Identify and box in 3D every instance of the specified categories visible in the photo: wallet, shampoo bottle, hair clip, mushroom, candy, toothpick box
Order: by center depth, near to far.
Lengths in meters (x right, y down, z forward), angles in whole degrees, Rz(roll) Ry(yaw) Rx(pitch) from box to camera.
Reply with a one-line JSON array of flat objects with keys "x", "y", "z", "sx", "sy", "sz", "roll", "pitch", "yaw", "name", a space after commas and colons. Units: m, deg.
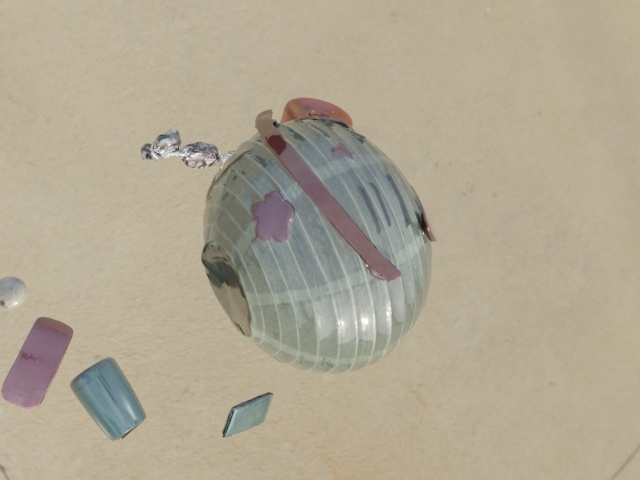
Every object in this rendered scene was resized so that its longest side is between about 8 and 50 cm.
[{"x": -0.369, "y": 0.155, "z": 0.922, "sx": 0.054, "sy": 0.022, "sz": 0.137, "roll": 26, "pitch": 42, "yaw": -15, "name": "hair clip"}, {"x": -0.037, "y": -0.073, "z": 1.080, "sx": 0.104, "sy": 0.278, "sz": 0.104, "roll": 13, "pitch": 33, "yaw": -9, "name": "shampoo bottle"}, {"x": -0.263, "y": -0.177, "z": 1.462, "sx": 0.226, "sy": 0.094, "sz": 0.051, "roll": 8, "pitch": 45, "yaw": -41, "name": "candy"}, {"x": -0.165, "y": 0.392, "z": 1.582, "sx": 0.129, "sy": 0.026, "sz": 0.088, "roll": -9, "pitch": 124, "yaw": -50, "name": "wallet"}, {"x": -0.723, "y": 0.128, "z": 1.646, "sx": 0.085, "sy": 0.079, "sz": 0.085, "roll": -5, "pitch": 60, "yaw": 8, "name": "mushroom"}, {"x": -0.501, "y": 0.382, "z": 1.680, "sx": 0.120, "sy": 0.120, "sz": 0.184, "roll": -34, "pitch": 86, "yaw": -30, "name": "toothpick box"}]

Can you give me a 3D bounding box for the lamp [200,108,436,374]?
[{"x": 0.000, "y": 0.000, "z": 0.716, "sx": 0.233, "sy": 0.233, "sz": 0.265, "roll": -27, "pitch": 70, "yaw": -30, "name": "lamp"}]
